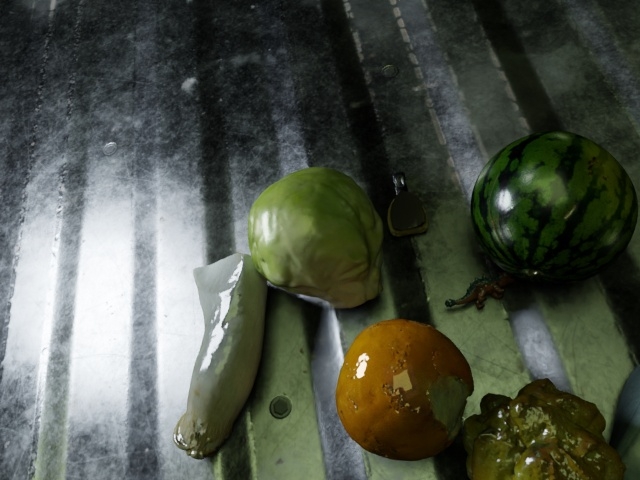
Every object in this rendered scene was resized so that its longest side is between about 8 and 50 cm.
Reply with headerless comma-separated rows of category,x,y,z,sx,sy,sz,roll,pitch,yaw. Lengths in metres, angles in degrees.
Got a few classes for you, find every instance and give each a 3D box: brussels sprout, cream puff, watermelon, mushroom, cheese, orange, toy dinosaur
brussels sprout,-0.011,-0.005,1.090,0.243,0.274,0.316,-35,62,40
cream puff,0.335,0.330,0.834,0.245,0.244,0.196,-15,87,6
watermelon,0.421,-0.060,0.991,0.286,0.285,0.284,-6,61,11
mushroom,-0.198,0.227,1.082,0.178,0.126,0.396,-15,57,29
cheese,0.187,-0.087,1.205,0.087,0.036,0.162,-12,60,11
orange,0.139,0.253,0.917,0.240,0.240,0.239,-6,61,11
toy dinosaur,0.318,0.100,1.064,0.154,0.049,0.055,-22,62,-4

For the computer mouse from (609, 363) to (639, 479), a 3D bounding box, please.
computer mouse,0.561,0.333,0.846,0.188,0.122,0.370,25,74,25
